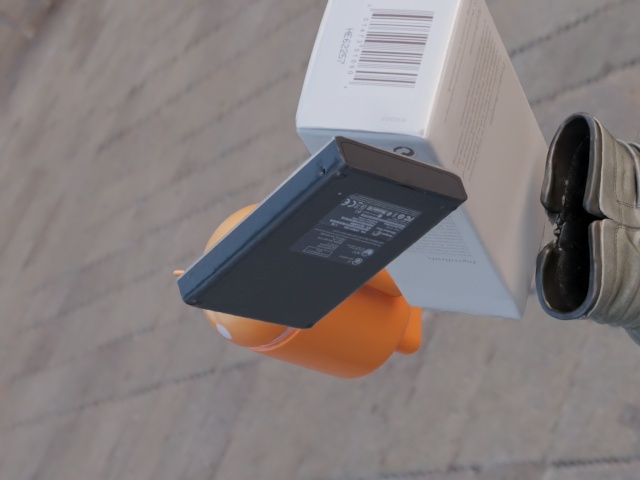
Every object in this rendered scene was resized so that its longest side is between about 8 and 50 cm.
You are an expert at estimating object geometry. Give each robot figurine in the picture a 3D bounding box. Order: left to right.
[{"bbox_3d":[-0.012,0.043,1.415,0.158,0.219,0.128,36,101,51],"label":"robot figurine"}]

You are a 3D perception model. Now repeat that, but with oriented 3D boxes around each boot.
[{"bbox_3d":[0.209,-0.048,1.076,0.083,0.161,0.246,-12,61,41],"label":"boot"}]

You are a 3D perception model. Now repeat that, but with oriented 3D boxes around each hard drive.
[{"bbox_3d":[0.000,0.000,0.901,0.135,0.094,0.022,-41,52,33],"label":"hard drive"}]

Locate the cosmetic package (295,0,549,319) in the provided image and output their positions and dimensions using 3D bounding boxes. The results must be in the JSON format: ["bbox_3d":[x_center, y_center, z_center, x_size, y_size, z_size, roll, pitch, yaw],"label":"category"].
[{"bbox_3d":[0.070,-0.053,1.008,0.085,0.231,0.117,6,64,23],"label":"cosmetic package"}]
